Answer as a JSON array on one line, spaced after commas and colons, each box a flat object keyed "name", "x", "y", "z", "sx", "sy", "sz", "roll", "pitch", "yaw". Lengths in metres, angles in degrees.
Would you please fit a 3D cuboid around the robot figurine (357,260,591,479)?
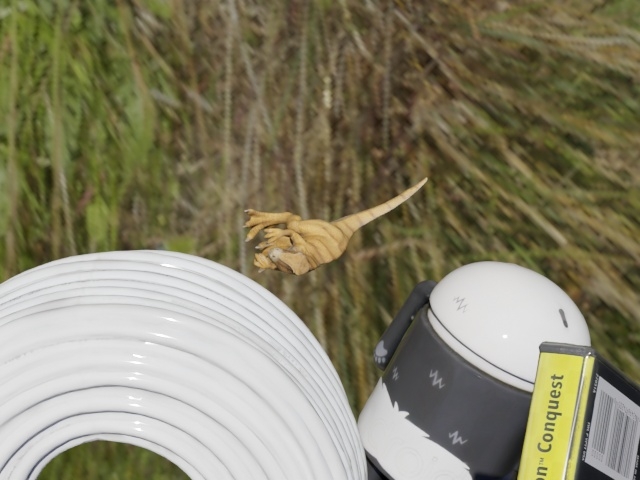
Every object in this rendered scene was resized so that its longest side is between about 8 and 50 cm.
[{"name": "robot figurine", "x": 0.146, "y": 0.153, "z": 1.481, "sx": 0.209, "sy": 0.173, "sz": 0.278, "roll": 29, "pitch": 109, "yaw": 3}]

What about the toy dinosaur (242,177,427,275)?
[{"name": "toy dinosaur", "x": 0.000, "y": 0.000, "z": 1.311, "sx": 0.211, "sy": 0.112, "sz": 0.064, "roll": -37, "pitch": 128, "yaw": -56}]

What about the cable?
[{"name": "cable", "x": -0.104, "y": 0.135, "z": 0.800, "sx": 0.257, "sy": 0.089, "sz": 0.257, "roll": -2, "pitch": 109, "yaw": 3}]

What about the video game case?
[{"name": "video game case", "x": 0.165, "y": 0.211, "z": 0.911, "sx": 0.275, "sy": 0.035, "sz": 0.248, "roll": 34, "pitch": 65, "yaw": -59}]
